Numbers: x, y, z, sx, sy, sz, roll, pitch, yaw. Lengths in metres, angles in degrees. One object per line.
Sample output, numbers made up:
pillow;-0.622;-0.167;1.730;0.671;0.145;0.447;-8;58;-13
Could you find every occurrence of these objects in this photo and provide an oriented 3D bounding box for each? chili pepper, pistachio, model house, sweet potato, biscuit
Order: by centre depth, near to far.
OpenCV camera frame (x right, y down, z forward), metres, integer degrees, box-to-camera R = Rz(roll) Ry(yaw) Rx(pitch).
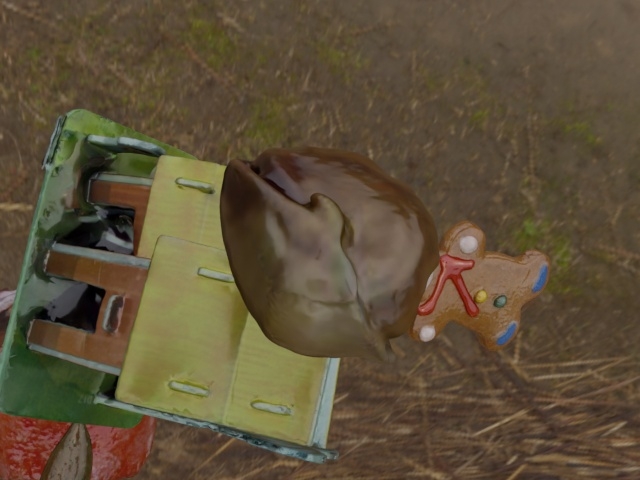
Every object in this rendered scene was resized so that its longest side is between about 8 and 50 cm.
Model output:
pistachio;0.000;0.000;0.725;0.130;0.210;0.165;-36;116;-4
model house;-0.070;0.067;1.084;0.323;0.340;0.300;9;82;38
sweet potato;-0.330;0.404;1.424;0.079;0.108;0.346;0;78;-37
chili pepper;-0.360;0.229;1.617;0.251;0.229;0.305;-14;113;-38
biscuit;0.208;0.074;1.715;0.324;0.049;0.205;21;104;-30
